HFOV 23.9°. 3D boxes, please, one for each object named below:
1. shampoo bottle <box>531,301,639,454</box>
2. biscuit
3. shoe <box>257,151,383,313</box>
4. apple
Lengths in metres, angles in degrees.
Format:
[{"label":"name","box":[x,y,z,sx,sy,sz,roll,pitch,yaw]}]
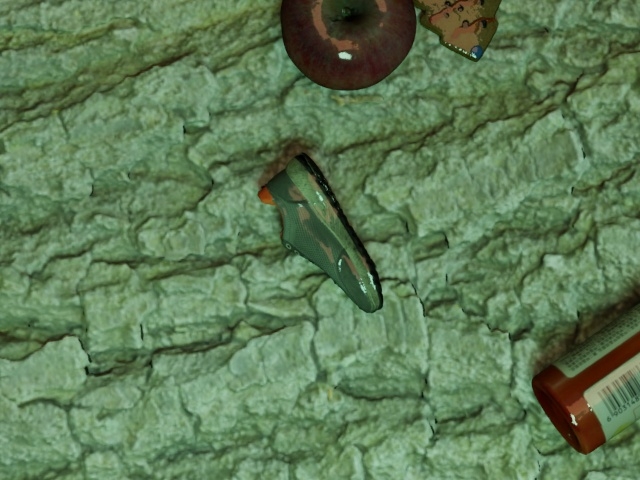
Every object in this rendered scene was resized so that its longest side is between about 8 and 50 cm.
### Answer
[{"label":"shampoo bottle","box":[0.373,0.117,1.668,0.278,0.104,0.104,-34,89,-6]},{"label":"biscuit","box":[0.161,-0.266,1.726,0.119,0.019,0.130,-20,88,-6]},{"label":"shoe","box":[0.001,0.002,1.672,0.077,0.074,0.194,-30,86,6]},{"label":"apple","box":[0.030,-0.238,1.665,0.153,0.120,0.153,1,82,-10]}]
